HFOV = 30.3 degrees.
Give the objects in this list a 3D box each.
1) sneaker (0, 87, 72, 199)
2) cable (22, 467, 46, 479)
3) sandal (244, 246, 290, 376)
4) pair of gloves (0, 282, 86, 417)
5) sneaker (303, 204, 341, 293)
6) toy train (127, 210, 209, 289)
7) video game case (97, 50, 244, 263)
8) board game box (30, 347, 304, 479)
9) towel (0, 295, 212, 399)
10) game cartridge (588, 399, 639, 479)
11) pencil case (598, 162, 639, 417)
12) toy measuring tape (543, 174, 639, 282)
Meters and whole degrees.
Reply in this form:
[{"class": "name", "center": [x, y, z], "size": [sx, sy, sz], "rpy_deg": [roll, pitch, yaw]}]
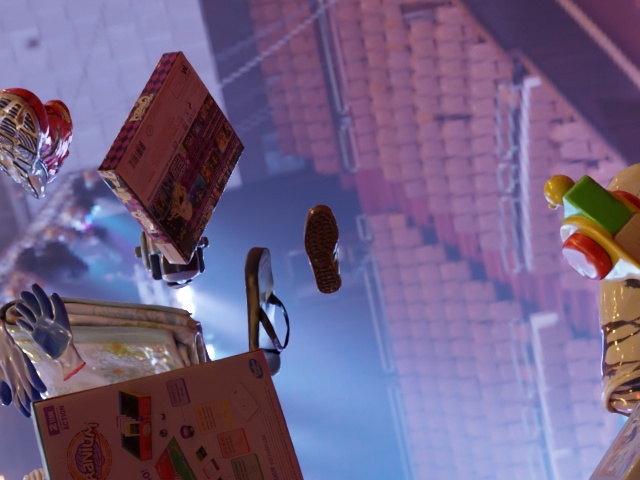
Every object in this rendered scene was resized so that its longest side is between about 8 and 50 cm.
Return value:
[{"class": "sneaker", "center": [-0.406, -0.161, 1.673], "size": [0.107, 0.118, 0.279], "rpy_deg": [37, 161, 2]}, {"class": "cable", "center": [-0.458, 0.505, 1.946], "size": [0.257, 0.089, 0.257], "rpy_deg": [-145, 60, -72]}, {"class": "sandal", "center": [-0.087, 0.131, 1.997], "size": [0.097, 0.054, 0.254], "rpy_deg": [-66, -24, -53]}, {"class": "pair of gloves", "center": [-0.432, 0.168, 1.763], "size": [0.023, 0.198, 0.159], "rpy_deg": [-4, -123, -57]}, {"class": "sneaker", "center": [0.000, 0.000, 2.157], "size": [0.086, 0.064, 0.192], "rpy_deg": [-104, 4, -53]}, {"class": "toy train", "center": [-0.280, -0.077, 2.145], "size": [0.190, 0.142, 0.334], "rpy_deg": [165, 97, -80]}, {"class": "video game case", "center": [-0.209, -0.119, 1.716], "size": [0.210, 0.041, 0.232], "rpy_deg": [56, -135, -43]}, {"class": "board game box", "center": [-0.194, 0.291, 1.537], "size": [0.064, 0.316, 0.242], "rpy_deg": [114, 142, -60]}, {"class": "towel", "center": [-0.339, 0.238, 2.022], "size": [0.090, 0.374, 0.320], "rpy_deg": [-65, -30, -43]}, {"class": "game cartridge", "center": [0.383, 0.222, 1.340], "size": [0.062, 0.297, 0.198], "rpy_deg": [34, 171, 12]}, {"class": "pencil case", "center": [0.489, 0.063, 1.687], "size": [0.160, 0.183, 0.410], "rpy_deg": [62, -152, -44]}, {"class": "toy measuring tape", "center": [0.410, 0.036, 1.491], "size": [0.330, 0.121, 0.121], "rpy_deg": [42, 173, 12]}]
